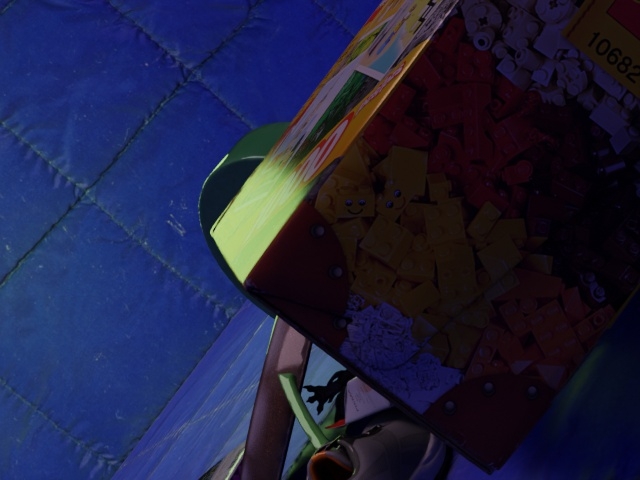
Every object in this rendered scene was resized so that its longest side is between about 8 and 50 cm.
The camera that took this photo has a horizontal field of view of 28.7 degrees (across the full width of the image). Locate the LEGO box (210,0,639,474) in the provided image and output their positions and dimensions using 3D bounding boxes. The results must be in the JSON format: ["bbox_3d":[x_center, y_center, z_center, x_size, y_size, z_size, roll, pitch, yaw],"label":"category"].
[{"bbox_3d":[0.108,-0.081,0.947,0.372,0.193,0.500,-53,8,-2],"label":"LEGO box"}]

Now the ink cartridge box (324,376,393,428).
[{"bbox_3d":[0.086,0.132,1.240,0.145,0.045,0.179,-22,-5,-24],"label":"ink cartridge box"}]

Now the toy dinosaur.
[{"bbox_3d":[0.059,0.154,1.400,0.118,0.064,0.268,-25,-10,-41],"label":"toy dinosaur"}]

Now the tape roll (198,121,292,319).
[{"bbox_3d":[0.000,0.000,1.584,0.321,0.321,0.077,-41,11,52],"label":"tape roll"}]

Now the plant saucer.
[{"bbox_3d":[-0.044,0.172,1.483,0.310,0.050,0.311,14,-90,-88],"label":"plant saucer"}]

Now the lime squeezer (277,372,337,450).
[{"bbox_3d":[-0.019,0.260,1.203,0.059,0.109,0.310,73,-157,-54],"label":"lime squeezer"}]

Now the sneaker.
[{"bbox_3d":[0.044,0.202,1.100,0.100,0.108,0.271,-49,3,15],"label":"sneaker"}]

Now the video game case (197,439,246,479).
[{"bbox_3d":[-0.172,0.392,1.712,0.210,0.042,0.232,-43,9,41],"label":"video game case"}]
